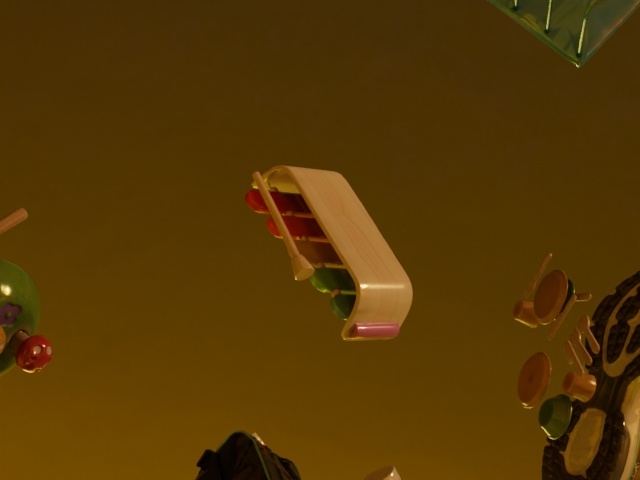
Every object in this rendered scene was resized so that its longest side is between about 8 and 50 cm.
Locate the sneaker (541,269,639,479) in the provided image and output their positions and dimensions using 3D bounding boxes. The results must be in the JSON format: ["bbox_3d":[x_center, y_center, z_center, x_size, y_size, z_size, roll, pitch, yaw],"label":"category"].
[{"bbox_3d":[0.466,0.216,2.003,0.182,0.158,0.410,35,-100,-39],"label":"sneaker"}]

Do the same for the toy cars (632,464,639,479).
[{"bbox_3d":[0.376,0.199,0.828,0.176,0.394,0.087,21,-90,-55],"label":"toy cars"}]

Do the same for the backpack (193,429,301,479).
[{"bbox_3d":[-0.061,0.300,1.294,0.166,0.188,0.144,-45,-58,5],"label":"backpack"}]

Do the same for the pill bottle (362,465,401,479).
[{"bbox_3d":[0.094,0.327,1.639,0.065,0.116,0.065,-29,7,4],"label":"pill bottle"}]

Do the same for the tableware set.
[{"bbox_3d":[0.192,0.088,1.144,0.024,0.154,0.104,19,-65,-19],"label":"tableware set"}]

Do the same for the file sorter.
[{"bbox_3d":[0.221,-0.275,1.315,0.118,0.170,0.104,-45,-19,-12],"label":"file sorter"}]

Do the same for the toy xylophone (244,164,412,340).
[{"bbox_3d":[0.000,0.000,2.020,0.236,0.322,0.081,11,-50,-40],"label":"toy xylophone"}]

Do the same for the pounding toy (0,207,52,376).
[{"bbox_3d":[-0.416,0.102,1.780,0.183,0.110,0.237,-25,-50,-38],"label":"pounding toy"}]

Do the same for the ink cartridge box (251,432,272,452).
[{"bbox_3d":[-0.115,0.350,1.536,0.235,0.171,0.056,-42,12,-19],"label":"ink cartridge box"}]
